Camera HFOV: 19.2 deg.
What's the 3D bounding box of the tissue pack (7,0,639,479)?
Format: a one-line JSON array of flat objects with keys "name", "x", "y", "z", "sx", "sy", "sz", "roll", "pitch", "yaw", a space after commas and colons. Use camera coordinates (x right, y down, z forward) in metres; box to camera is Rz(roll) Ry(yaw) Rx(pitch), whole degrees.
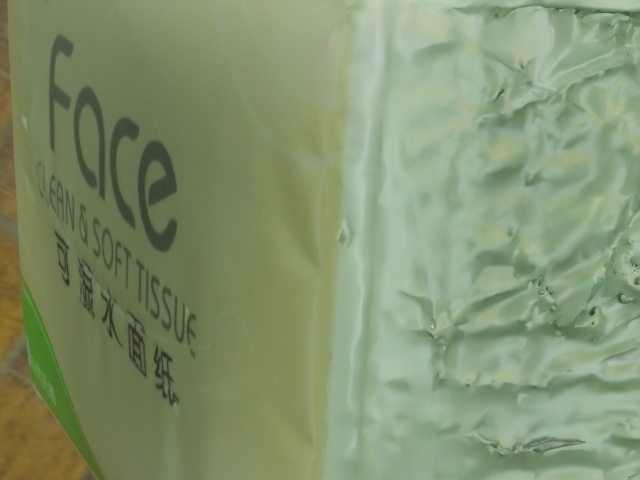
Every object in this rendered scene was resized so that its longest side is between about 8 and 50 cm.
[{"name": "tissue pack", "x": 0.000, "y": 0.000, "z": 0.851, "sx": 0.205, "sy": 0.405, "sz": 0.331, "roll": -6, "pitch": 111, "yaw": -24}]
